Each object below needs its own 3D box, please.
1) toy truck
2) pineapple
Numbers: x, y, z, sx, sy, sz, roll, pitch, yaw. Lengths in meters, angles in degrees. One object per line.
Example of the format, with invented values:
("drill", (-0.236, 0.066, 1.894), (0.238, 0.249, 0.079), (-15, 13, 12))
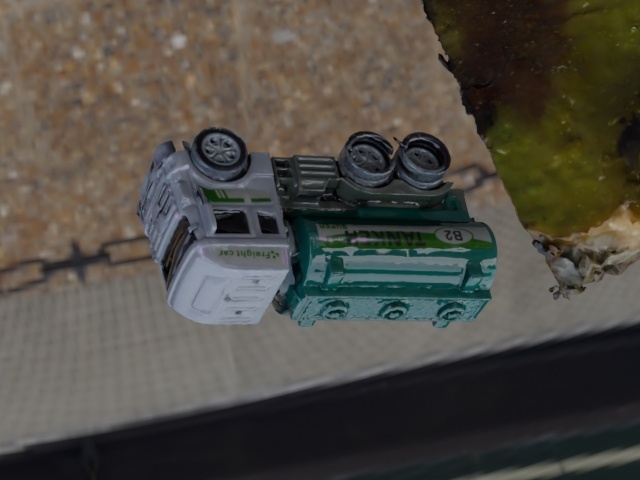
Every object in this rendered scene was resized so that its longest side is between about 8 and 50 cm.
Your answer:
("toy truck", (0.000, 0.000, 0.406), (0.083, 0.044, 0.039), (1, 146, -23))
("pineapple", (0.143, -0.085, 0.790), (0.161, 0.334, 0.158), (-26, 132, 5))
